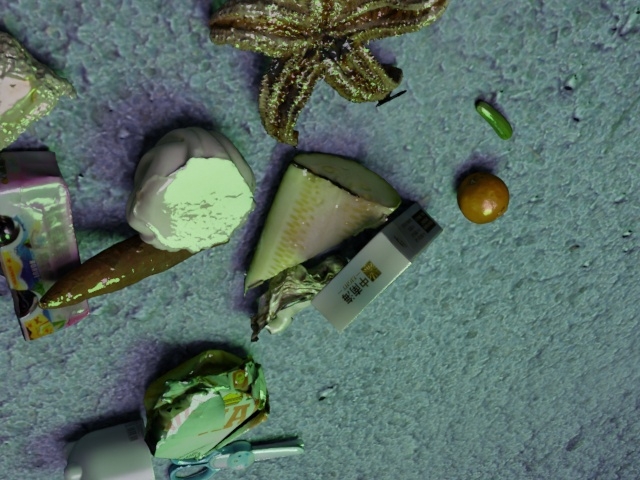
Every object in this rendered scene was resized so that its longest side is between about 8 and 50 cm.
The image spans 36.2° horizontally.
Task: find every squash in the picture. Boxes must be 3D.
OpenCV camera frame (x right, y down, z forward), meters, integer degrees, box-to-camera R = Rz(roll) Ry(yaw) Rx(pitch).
[{"bbox_3d":[0.260,-0.179,1.460,0.027,0.027,0.089,-39,134,15],"label":"squash"},{"bbox_3d":[0.000,0.000,1.458,0.169,0.093,0.252,25,123,3],"label":"squash"}]

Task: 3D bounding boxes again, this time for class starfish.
[{"bbox_3d":[0.020,-0.257,1.225,0.312,0.113,0.303,-31,134,20],"label":"starfish"}]

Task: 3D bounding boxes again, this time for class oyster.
[{"bbox_3d":[-0.040,0.080,1.553,0.191,0.081,0.163,-26,163,-20],"label":"oyster"}]

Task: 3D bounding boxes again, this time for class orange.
[{"bbox_3d":[0.252,-0.067,1.523,0.083,0.083,0.084,-12,135,-13],"label":"orange"}]

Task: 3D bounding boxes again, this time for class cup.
[{"bbox_3d":[-0.359,0.377,1.664,0.141,0.173,0.134,-12,104,-11],"label":"cup"}]

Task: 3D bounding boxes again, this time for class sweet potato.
[{"bbox_3d":[-0.258,0.025,1.348,0.314,0.066,0.072,-23,119,-43],"label":"sweet potato"}]

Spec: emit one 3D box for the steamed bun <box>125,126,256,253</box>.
[{"bbox_3d":[-0.174,-0.071,1.313,0.182,0.106,0.183,-15,134,-16],"label":"steamed bun"}]

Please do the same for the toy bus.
[{"bbox_3d":[-0.384,0.005,1.305,0.112,0.090,0.274,-16,136,-19],"label":"toy bus"}]

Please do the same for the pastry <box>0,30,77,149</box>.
[{"bbox_3d":[-0.426,-0.142,1.152,0.258,0.089,0.121,-33,124,4],"label":"pastry"}]

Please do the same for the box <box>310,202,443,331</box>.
[{"bbox_3d":[0.089,0.034,1.455,0.155,0.067,0.243,-47,175,19],"label":"box"}]

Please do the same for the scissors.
[{"bbox_3d":[-0.154,0.400,1.823,0.256,0.030,0.125,-6,133,-15],"label":"scissors"}]

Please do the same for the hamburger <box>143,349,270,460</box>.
[{"bbox_3d":[-0.199,0.259,1.607,0.214,0.125,0.235,-44,137,11],"label":"hamburger"}]
